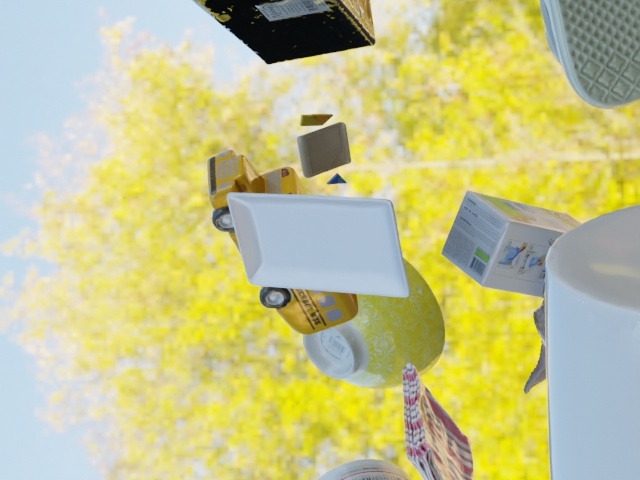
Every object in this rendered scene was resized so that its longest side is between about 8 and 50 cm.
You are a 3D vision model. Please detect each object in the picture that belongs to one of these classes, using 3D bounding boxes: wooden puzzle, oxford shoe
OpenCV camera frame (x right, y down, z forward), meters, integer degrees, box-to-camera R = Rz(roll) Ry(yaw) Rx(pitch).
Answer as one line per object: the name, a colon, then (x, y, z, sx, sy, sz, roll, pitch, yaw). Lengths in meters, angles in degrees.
wooden puzzle: (0.005, -0.128, 1.967, 0.014, 0.079, 0.116, -132, 34, -56)
oxford shoe: (0.335, -0.391, 1.791, 0.130, 0.169, 0.449, -81, -20, -78)

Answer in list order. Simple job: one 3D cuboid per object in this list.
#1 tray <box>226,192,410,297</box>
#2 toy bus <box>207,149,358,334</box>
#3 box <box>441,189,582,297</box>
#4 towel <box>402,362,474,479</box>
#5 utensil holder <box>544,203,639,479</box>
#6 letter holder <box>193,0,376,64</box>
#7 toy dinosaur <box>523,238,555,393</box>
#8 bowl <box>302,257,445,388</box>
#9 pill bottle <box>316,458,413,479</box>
tray: (0.000, 0.000, 1.914, 0.030, 0.270, 0.145, -38, -57, -48)
toy bus: (-0.061, 0.001, 2.188, 0.108, 0.130, 0.332, -96, -17, -49)
box: (0.294, 0.012, 2.006, 0.114, 0.203, 0.103, 43, 116, 53)
towel: (0.147, 0.246, 1.671, 0.144, 0.029, 0.197, 54, -163, -22)
utensil holder: (0.334, 0.187, 1.100, 0.327, 0.328, 0.385, -53, -41, -66)
letter holder: (-0.051, -0.364, 1.692, 0.302, 0.152, 0.214, 29, -126, -72)
toy dinosaur: (0.342, 0.101, 1.905, 0.127, 0.200, 0.295, -38, -6, -31)
bowl: (0.060, 0.157, 2.481, 0.156, 0.289, 0.289, -37, -52, -41)
pill bottle: (0.114, 0.557, 2.306, 0.407, 0.229, 0.229, -121, 18, -61)
